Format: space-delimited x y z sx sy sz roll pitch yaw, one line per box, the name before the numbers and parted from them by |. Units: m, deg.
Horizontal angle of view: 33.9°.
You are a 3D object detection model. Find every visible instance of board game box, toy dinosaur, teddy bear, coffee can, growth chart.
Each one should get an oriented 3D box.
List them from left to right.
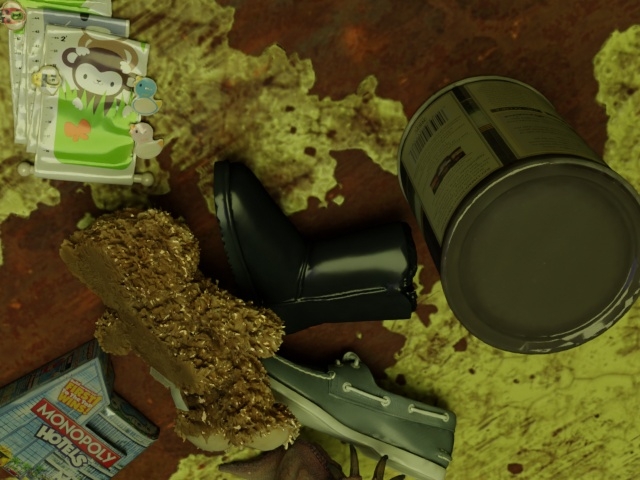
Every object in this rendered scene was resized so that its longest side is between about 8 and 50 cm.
board game box | -0.298 0.217 1.277 0.194 0.060 0.194 -41 112 13
growth chart | -0.258 -0.166 1.127 0.171 0.021 0.237 -3 116 -5
teddy bear | -0.144 0.104 1.175 0.338 0.113 0.245 50 142 -6
toy dinosaur | 0.001 0.308 1.269 0.127 0.295 0.200 -17 127 -36
coffee can | 0.199 -0.038 1.090 0.201 0.275 0.202 -2 115 -4

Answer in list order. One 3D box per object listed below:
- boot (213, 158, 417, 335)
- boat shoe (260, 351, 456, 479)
boot | 0.000 0.000 1.186 0.207 0.094 0.247 -12 122 4
boat shoe | 0.030 0.192 1.293 0.319 0.116 0.099 30 73 -13
